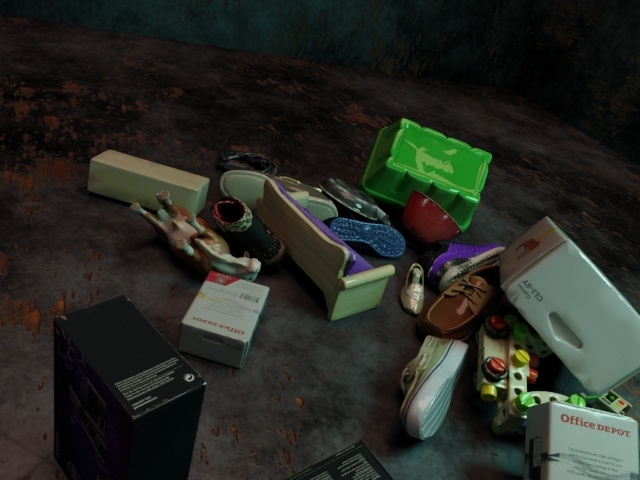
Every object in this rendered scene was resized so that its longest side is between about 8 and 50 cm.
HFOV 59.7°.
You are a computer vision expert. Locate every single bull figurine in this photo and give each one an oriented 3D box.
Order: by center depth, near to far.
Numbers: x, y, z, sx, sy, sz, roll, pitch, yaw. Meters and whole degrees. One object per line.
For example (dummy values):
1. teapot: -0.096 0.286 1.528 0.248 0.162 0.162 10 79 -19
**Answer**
1. bull figurine: -0.269 -0.001 1.203 0.310 0.188 0.101 27 73 32

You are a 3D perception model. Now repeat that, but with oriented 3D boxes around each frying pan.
1. frying pan: 0.130 -0.085 1.542 0.326 0.053 0.197 38 15 28

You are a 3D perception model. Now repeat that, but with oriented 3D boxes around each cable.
1. cable: -0.222 -0.230 1.700 0.184 0.047 0.150 11 26 -4

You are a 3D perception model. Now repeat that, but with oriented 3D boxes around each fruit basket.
1. fruit basket: 0.317 -0.199 1.756 0.392 0.392 0.283 19 73 5

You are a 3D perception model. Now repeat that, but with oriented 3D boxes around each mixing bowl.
1. mixing bowl: 0.292 -0.044 1.553 0.181 0.098 0.181 42 1 -1

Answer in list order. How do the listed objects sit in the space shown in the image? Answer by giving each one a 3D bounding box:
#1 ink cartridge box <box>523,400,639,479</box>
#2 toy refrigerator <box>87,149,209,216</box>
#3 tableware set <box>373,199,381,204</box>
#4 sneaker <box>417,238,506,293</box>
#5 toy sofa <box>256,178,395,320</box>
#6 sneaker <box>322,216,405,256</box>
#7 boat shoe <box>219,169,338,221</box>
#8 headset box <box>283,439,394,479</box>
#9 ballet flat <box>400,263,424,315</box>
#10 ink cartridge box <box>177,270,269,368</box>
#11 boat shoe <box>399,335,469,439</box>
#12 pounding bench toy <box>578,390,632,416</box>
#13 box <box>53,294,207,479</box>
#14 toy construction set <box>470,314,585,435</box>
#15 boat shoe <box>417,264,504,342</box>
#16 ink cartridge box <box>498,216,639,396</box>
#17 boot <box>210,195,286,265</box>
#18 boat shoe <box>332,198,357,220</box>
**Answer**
1. ink cartridge box: 0.406 0.373 0.874 0.153 0.087 0.208 15 67 -3
2. toy refrigerator: -0.428 -0.136 1.398 0.269 0.094 0.102 16 24 -1
3. tableware set: 0.123 -0.116 1.695 0.141 0.020 0.169 16 31 0
4. sneaker: 0.370 0.042 1.477 0.293 0.102 0.146 -14 41 -40
5. toy sofa: 0.000 0.000 1.297 0.150 0.177 0.362 -11 39 -37
6. sneaker: 0.110 -0.015 1.468 0.232 0.081 0.090 18 -1 -23
7. boat shoe: -0.109 -0.120 1.504 0.324 0.117 0.097 17 26 -7
8. headset box: 0.029 0.418 0.640 0.246 0.131 0.283 -15 38 -33
9. ballet flat: 0.224 0.111 1.343 0.057 0.052 0.168 15 31 -2
10. ink cartridge box: -0.183 0.148 1.070 0.127 0.072 0.175 17 31 0
11. boat shoe: 0.200 0.269 1.051 0.094 0.109 0.302 13 18 24
12. pounding bench toy: 0.581 0.337 1.148 0.065 0.052 0.083 -13 41 -40
13. box: -0.254 0.232 0.714 0.103 0.261 0.184 -17 44 -43
14. toy construction set: 0.405 0.262 1.088 0.215 0.151 0.328 18 31 2
15. boat shoe: 0.338 0.133 1.296 0.122 0.120 0.324 33 34 26
16. ink cartridge box: 0.533 0.117 1.193 0.279 0.160 0.384 49 19 5
17. boot: -0.194 -0.049 1.268 0.236 0.085 0.178 33 -11 38
18. boat shoe: 0.057 -0.075 1.570 0.040 0.049 0.142 -5 39 -31
